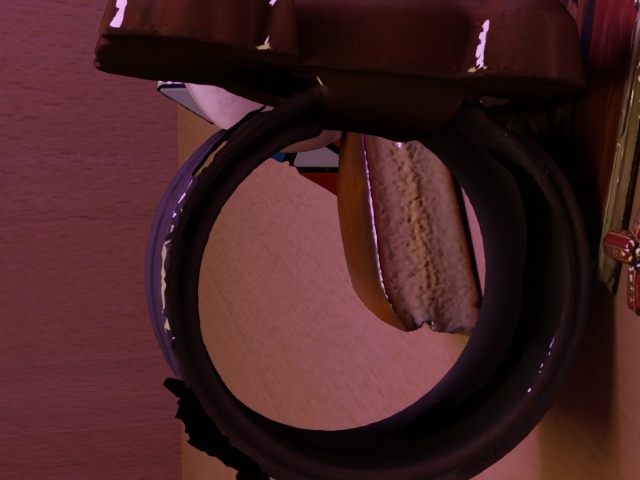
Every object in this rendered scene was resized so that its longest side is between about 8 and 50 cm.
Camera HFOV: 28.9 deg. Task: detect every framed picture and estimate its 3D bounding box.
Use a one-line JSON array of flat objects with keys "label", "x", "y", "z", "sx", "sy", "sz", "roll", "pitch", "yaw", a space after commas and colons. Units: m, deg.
[{"label": "framed picture", "x": 0.162, "y": -0.116, "z": 0.889, "sx": 0.273, "sy": 0.016, "sz": 0.217, "roll": -119, "pitch": 30, "yaw": -62}]

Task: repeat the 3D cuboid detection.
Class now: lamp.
[{"label": "lamp", "x": 0.198, "y": -0.001, "z": 0.733, "sx": 0.083, "sy": 0.031, "sz": 0.063, "roll": 109, "pitch": 153, "yaw": -50}]

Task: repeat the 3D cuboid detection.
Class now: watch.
[{"label": "watch", "x": 0.000, "y": 0.000, "z": 0.851, "sx": 0.314, "sy": 0.335, "sz": 0.327, "roll": -179, "pitch": 96, "yaw": -76}]

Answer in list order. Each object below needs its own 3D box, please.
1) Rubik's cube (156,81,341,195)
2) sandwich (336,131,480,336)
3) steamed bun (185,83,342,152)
[{"label": "Rubik's cube", "x": 0.030, "y": -0.126, "z": 1.366, "sx": 0.250, "sy": 0.284, "sz": 0.234, "roll": 25, "pitch": 144, "yaw": 39}, {"label": "sandwich", "x": 0.073, "y": -0.022, "z": 1.119, "sx": 0.096, "sy": 0.094, "sz": 0.258, "roll": 121, "pitch": 146, "yaw": -59}, {"label": "steamed bun", "x": -0.054, "y": -0.209, "z": 1.153, "sx": 0.146, "sy": 0.164, "sz": 0.242, "roll": -134, "pitch": 50, "yaw": -75}]
